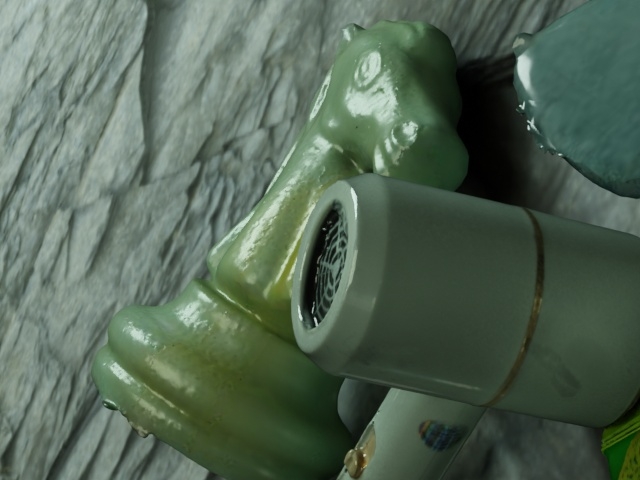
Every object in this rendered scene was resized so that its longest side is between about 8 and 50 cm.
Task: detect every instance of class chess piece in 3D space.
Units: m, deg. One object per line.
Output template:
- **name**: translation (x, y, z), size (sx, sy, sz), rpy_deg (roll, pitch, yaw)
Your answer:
- **chess piece**: translation (0.000, 0.000, 1.181), size (0.298, 0.176, 0.176), rpy_deg (-60, 35, 0)

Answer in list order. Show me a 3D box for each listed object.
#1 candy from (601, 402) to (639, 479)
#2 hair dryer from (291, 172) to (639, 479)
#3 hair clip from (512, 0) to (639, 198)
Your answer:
- **candy**: translation (0.182, 0.152, 0.943), size (0.102, 0.032, 0.178), rpy_deg (-37, 48, 42)
- **hair dryer**: translation (0.035, 0.121, 1.077), size (0.107, 0.173, 0.357), rpy_deg (-96, 25, -48)
- **hair clip**: translation (0.277, -0.081, 0.724), size (0.318, 0.238, 0.392), rpy_deg (44, 113, 54)
